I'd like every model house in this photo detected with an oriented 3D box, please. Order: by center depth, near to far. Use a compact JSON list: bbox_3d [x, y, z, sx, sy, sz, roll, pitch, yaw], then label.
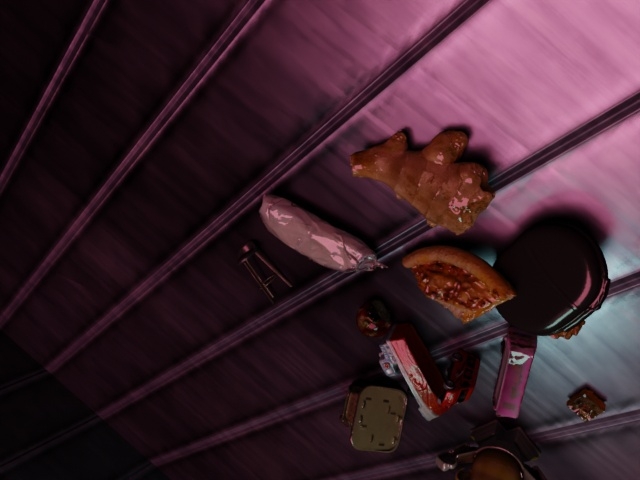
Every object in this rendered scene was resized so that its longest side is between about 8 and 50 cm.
[{"bbox_3d":[0.143,0.600,1.885,0.204,0.219,0.278,17,173,-25],"label":"model house"}]

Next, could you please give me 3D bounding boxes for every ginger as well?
[{"bbox_3d":[0.257,-0.177,1.339,0.375,0.166,0.236,29,137,5],"label":"ginger"}]

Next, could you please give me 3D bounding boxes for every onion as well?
[{"bbox_3d":[0.166,0.252,1.673,0.119,0.118,0.117,-49,57,39],"label":"onion"}]

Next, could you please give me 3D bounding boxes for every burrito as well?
[{"bbox_3d":[0.000,0.000,1.623,0.445,0.101,0.139,28,123,13],"label":"burrito"}]

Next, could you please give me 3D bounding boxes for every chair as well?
[{"bbox_3d":[-0.208,0.112,1.810,0.104,0.095,0.222,-33,97,27],"label":"chair"}]

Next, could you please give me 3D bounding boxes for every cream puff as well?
[{"bbox_3d":[0.628,0.196,1.379,0.116,0.122,0.094,-35,108,-1],"label":"cream puff"}]

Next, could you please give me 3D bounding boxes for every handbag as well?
[{"bbox_3d":[0.556,0.099,1.304,0.308,0.093,0.254,-55,52,38],"label":"handbag"}]

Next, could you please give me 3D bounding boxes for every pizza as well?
[{"bbox_3d":[0.358,0.110,1.419,0.365,0.073,0.182,29,105,48],"label":"pizza"}]

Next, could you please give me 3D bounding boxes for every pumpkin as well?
[{"bbox_3d":[0.751,0.470,1.495,0.074,0.054,0.083,39,134,10],"label":"pumpkin"}]

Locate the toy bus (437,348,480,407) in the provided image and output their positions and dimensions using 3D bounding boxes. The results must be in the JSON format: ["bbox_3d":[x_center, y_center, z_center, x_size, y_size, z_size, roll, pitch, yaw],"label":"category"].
[{"bbox_3d":[0.413,0.419,1.567,0.089,0.195,0.081,21,125,14],"label":"toy bus"}]

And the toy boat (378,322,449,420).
[{"bbox_3d":[0.291,0.431,1.672,0.133,0.145,0.332,-25,100,28],"label":"toy boat"}]

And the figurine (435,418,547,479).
[{"bbox_3d":[0.535,0.699,1.602,0.342,0.285,0.167,-11,109,32],"label":"figurine"}]

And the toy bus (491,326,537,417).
[{"bbox_3d":[0.557,0.388,1.526,0.090,0.112,0.274,9,121,16],"label":"toy bus"}]
